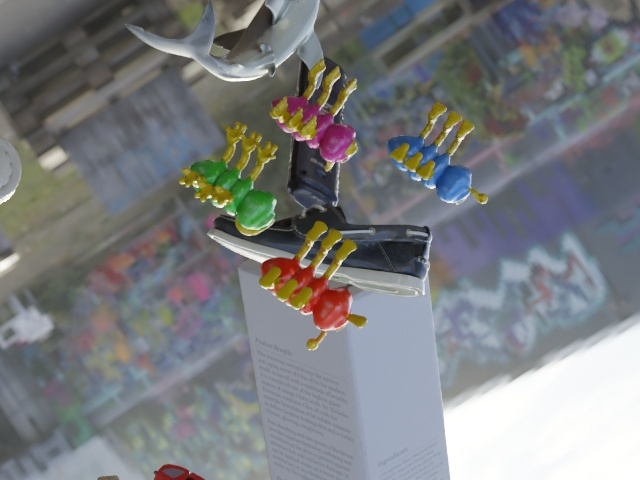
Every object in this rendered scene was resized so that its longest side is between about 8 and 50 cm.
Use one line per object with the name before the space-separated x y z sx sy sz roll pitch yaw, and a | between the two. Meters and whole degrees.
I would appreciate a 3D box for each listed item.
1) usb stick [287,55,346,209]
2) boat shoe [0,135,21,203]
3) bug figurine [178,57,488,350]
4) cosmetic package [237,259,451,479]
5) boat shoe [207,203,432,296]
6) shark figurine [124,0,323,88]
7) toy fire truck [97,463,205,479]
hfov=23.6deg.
usb stick | -0.003 -0.144 1.997 0.045 0.077 0.278 -34 -147 32
boat shoe | -0.474 -0.062 1.602 0.325 0.116 0.096 -3 159 -5
bug figurine | 0.007 -0.041 1.360 0.279 0.216 0.072 -44 165 -34
cosmetic package | 0.041 0.237 2.144 0.162 0.453 0.230 -24 -153 -36
boat shoe | 0.000 0.000 1.596 0.084 0.233 0.079 77 24 -80
shark figurine | -0.094 -0.224 1.710 0.116 0.166 0.278 10 -148 33
toy fire truck | -0.239 0.326 1.860 0.192 0.135 0.047 -46 160 -53
